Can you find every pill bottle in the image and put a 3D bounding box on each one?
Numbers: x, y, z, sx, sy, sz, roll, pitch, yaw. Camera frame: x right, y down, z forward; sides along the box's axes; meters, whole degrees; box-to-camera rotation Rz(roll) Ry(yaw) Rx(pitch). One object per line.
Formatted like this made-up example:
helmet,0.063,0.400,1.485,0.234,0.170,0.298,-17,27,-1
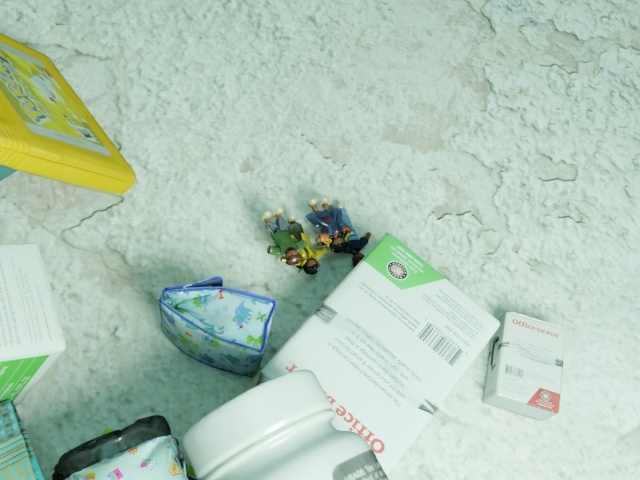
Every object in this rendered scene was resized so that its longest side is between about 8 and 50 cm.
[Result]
pill bottle,0.003,0.337,0.817,0.204,0.204,0.361,-22,70,-22

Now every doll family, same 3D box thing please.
doll family,0.000,0.000,1.155,0.193,0.076,0.111,-18,64,-23

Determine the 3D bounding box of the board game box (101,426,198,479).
board game box,-0.160,0.409,0.908,0.347,0.078,0.233,25,61,1

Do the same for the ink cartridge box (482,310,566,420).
ink cartridge box,0.306,0.188,1.134,0.099,0.056,0.135,18,62,-3

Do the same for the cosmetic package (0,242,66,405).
cosmetic package,-0.507,0.115,0.843,0.365,0.197,0.155,-5,63,-41

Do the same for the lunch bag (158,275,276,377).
lunch bag,-0.145,0.115,1.031,0.151,0.129,0.096,14,60,-3

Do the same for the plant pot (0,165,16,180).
plant pot,-0.583,-0.118,1.040,0.234,0.166,0.165,-42,78,-19

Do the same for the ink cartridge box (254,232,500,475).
ink cartridge box,0.076,0.167,1.057,0.211,0.121,0.289,40,63,9

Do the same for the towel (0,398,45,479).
towel,-0.404,0.353,0.792,0.271,0.040,0.370,-16,50,-29

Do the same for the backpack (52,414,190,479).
backpack,-0.204,0.302,0.842,0.151,0.115,0.182,-21,69,-22

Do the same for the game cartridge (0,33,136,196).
game cartridge,-0.421,-0.199,1.040,0.052,0.323,0.285,-41,76,8
